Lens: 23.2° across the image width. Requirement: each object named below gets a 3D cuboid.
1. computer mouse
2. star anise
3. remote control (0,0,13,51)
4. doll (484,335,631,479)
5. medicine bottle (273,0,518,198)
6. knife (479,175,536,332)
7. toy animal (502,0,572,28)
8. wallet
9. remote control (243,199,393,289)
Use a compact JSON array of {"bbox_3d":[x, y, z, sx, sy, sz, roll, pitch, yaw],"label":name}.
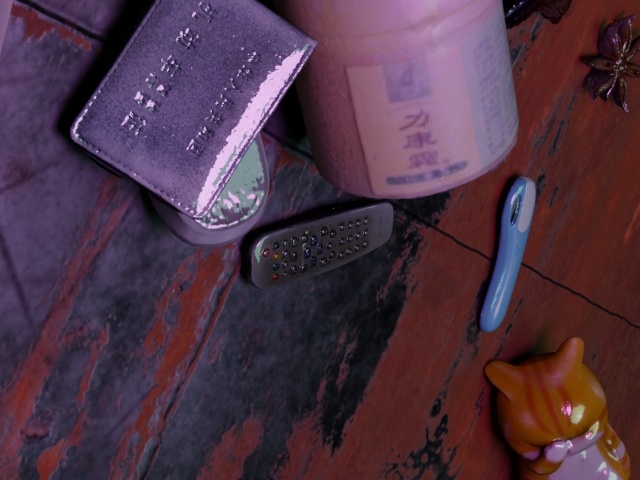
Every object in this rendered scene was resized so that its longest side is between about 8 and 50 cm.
[{"bbox_3d":[-0.128,-0.104,1.590,0.128,0.079,0.230,-20,103,-24],"label":"computer mouse"},{"bbox_3d":[0.404,-0.244,2.129,0.141,0.042,0.141,-19,120,-37],"label":"star anise"},{"bbox_3d":[-0.309,-0.182,1.344,0.077,0.022,0.245,27,67,-44],"label":"remote control"},{"bbox_3d":[0.340,0.271,2.199,0.167,0.162,0.269,-24,136,-1],"label":"doll"},{"bbox_3d":[0.066,-0.269,1.606,0.236,0.236,0.406,-38,132,-30],"label":"medicine bottle"},{"bbox_3d":[0.247,0.019,2.084,0.064,0.031,0.222,-8,116,-49],"label":"knife"},{"bbox_3d":[0.282,-0.328,1.904,0.179,0.116,0.218,44,67,-46],"label":"toy animal"},{"bbox_3d":[-0.126,-0.146,1.520,0.167,0.036,0.222,34,90,-12],"label":"wallet"},{"bbox_3d":[0.000,0.000,1.800,0.222,0.042,0.072,-19,119,-40],"label":"remote control"}]
